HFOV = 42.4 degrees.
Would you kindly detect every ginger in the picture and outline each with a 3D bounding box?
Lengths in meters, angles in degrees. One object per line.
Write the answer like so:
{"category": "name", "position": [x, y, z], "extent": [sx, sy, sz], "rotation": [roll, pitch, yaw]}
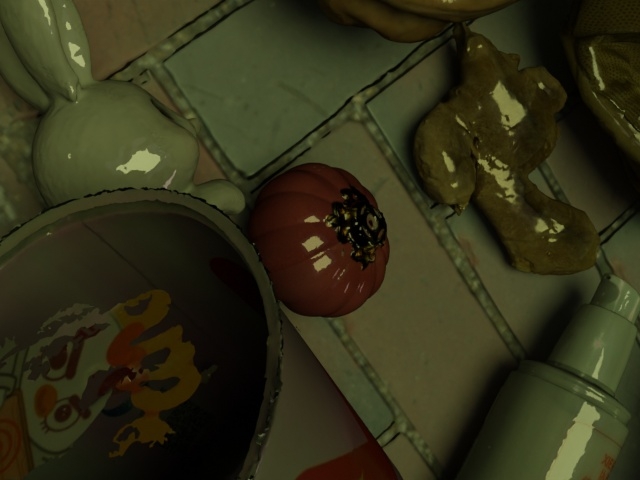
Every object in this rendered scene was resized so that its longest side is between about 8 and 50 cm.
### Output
{"category": "ginger", "position": [0.158, -0.060, 0.643], "extent": [0.214, 0.059, 0.133], "rotation": [36, 83, -18]}

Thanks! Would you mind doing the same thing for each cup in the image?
{"category": "cup", "position": [-0.051, 0.127, 0.448], "extent": [0.203, 0.203, 0.288], "rotation": [-54, 145, -12]}

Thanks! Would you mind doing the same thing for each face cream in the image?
{"category": "face cream", "position": [0.183, 0.144, 0.640], "extent": [0.101, 0.101, 0.251], "rotation": [34, 80, -20]}

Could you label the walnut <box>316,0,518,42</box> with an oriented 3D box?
{"category": "walnut", "position": [0.080, -0.238, 0.531], "extent": [0.245, 0.198, 0.198], "rotation": [-40, 106, -24]}

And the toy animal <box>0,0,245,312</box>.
{"category": "toy animal", "position": [-0.130, -0.075, 0.498], "extent": [0.131, 0.104, 0.220], "rotation": [-18, 100, -19]}

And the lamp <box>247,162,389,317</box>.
{"category": "lamp", "position": [0.000, 0.000, 0.562], "extent": [0.107, 0.092, 0.107], "rotation": [22, 60, -44]}

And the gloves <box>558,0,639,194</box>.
{"category": "gloves", "position": [0.267, -0.150, 0.623], "extent": [0.154, 0.141, 0.331], "rotation": [-37, 139, -18]}
